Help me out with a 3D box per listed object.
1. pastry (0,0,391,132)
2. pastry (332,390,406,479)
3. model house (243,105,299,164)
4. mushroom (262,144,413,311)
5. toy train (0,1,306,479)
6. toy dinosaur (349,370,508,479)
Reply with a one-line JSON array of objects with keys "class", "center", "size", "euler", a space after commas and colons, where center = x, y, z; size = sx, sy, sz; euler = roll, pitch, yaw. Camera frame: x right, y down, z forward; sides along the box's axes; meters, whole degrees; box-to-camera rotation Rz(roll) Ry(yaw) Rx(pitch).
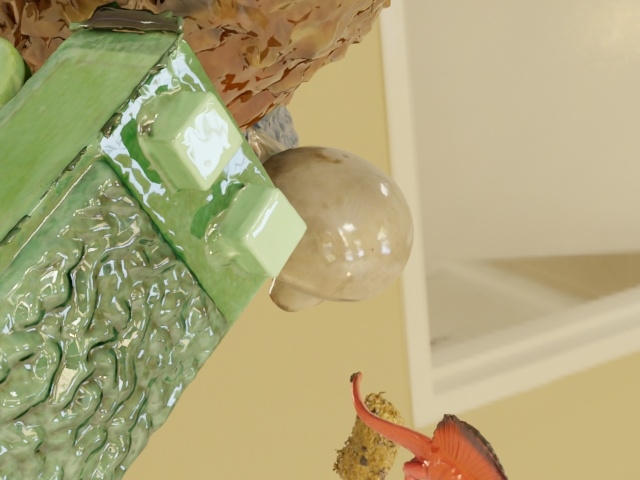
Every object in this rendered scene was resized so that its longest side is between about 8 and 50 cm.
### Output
[{"class": "pastry", "center": [-0.102, -0.226, 0.765], "size": [0.405, 0.292, 0.337], "euler": [-40, 166, 24]}, {"class": "pastry", "center": [0.066, 0.265, 1.597], "size": [0.080, 0.140, 0.056], "euler": [43, -140, 22]}, {"class": "model house", "center": [-0.136, -0.260, 1.587], "size": [0.400, 0.445, 0.395], "euler": [34, -165, 2]}, {"class": "mushroom", "center": [0.000, 0.000, 1.406], "size": [0.204, 0.204, 0.204], "euler": [-5, -163, 1]}, {"class": "toy train", "center": [-0.145, 0.023, 0.549], "size": [0.188, 0.159, 0.271], "euler": [11, -126, 39]}, {"class": "toy dinosaur", "center": [0.121, 0.208, 1.245], "size": [0.070, 0.139, 0.286], "euler": [-30, -118, -22]}]
